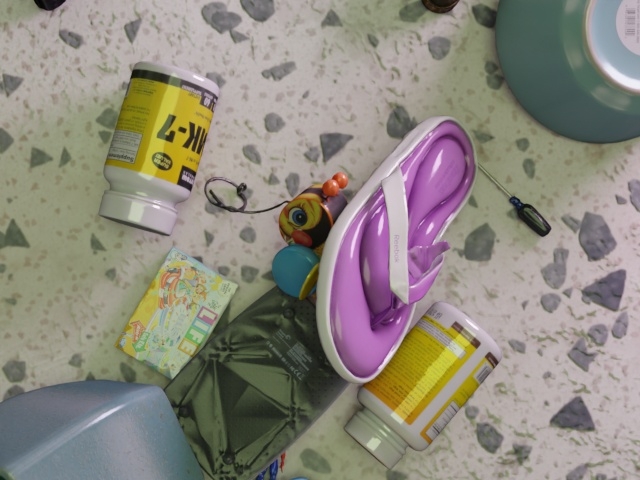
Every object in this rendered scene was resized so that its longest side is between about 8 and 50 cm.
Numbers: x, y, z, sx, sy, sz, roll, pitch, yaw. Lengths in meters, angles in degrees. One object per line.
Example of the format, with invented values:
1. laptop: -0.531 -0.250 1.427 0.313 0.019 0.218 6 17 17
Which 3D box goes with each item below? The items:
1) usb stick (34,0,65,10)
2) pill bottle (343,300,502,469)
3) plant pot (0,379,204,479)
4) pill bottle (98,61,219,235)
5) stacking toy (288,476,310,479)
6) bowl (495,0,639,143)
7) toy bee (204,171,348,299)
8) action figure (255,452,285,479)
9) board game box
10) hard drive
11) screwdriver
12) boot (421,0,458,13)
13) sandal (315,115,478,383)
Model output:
1. usb stick: -0.346 -0.350 1.708 0.045 0.278 0.077 39 84 0
2. pill bottle: 0.130 0.193 1.786 0.117 0.117 0.215 42 84 -1
3. plant pot: -0.293 0.297 1.664 0.252 0.248 0.247 -37 113 -36
4. pill bottle: -0.214 -0.119 1.782 0.119 0.119 0.208 16 85 -3
5. stacking toy: -0.022 0.418 1.661 0.165 0.302 0.175 -29 98 -5
6. bowl: 0.401 -0.278 1.791 0.311 0.163 0.311 -1 98 -9
7. toy bee: 0.000 0.000 1.754 0.298 0.162 0.195 33 40 -15
8. action figure: -0.067 0.294 1.809 0.038 0.030 0.115 10 83 0
9. board game box: -0.191 0.100 1.813 0.103 0.026 0.154 30 84 -2
10. hard drive: -0.083 0.192 1.784 0.254 0.054 0.172 -43 87 -15
11. screwdriver: 0.249 -0.067 1.863 0.170 0.024 0.025 41 55 1
12. boot: 0.195 -0.422 1.841 0.082 0.106 0.219 14 85 -3
13. sandal: 0.112 -0.010 1.713 0.169 0.102 0.416 47 52 -29
